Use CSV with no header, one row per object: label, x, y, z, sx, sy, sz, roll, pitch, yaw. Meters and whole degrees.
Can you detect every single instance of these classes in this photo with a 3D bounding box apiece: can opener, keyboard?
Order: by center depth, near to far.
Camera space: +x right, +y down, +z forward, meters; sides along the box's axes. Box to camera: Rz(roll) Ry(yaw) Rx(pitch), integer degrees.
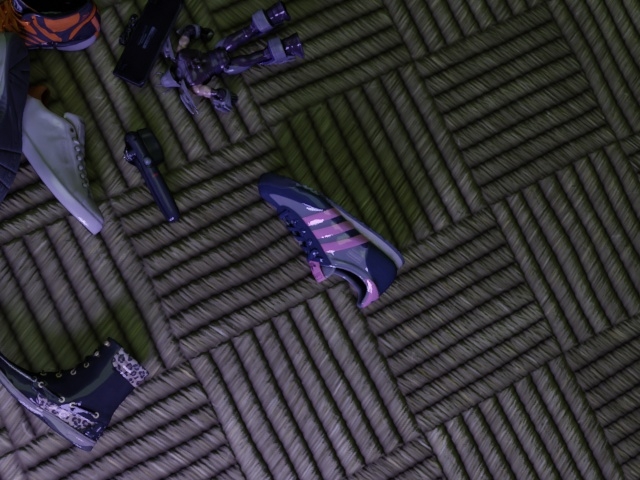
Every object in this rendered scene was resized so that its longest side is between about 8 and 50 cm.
can opener,-0.307,-0.119,1.483,0.073,0.059,0.186,-25,87,-14
keyboard,-0.328,-0.381,1.509,0.108,0.023,0.180,27,90,25

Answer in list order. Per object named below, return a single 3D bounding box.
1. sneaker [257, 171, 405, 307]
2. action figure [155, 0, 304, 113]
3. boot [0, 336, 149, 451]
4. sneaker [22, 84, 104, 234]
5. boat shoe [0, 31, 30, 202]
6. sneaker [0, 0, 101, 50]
sneaker,0.000,0.000,1.500,0.319,0.112,0.131,34,75,-4
action figure,-0.178,-0.342,1.522,0.285,0.099,0.185,-22,94,1
boot,-0.434,0.227,1.400,0.236,0.085,0.179,43,75,-9
sneaker,-0.450,-0.152,1.435,0.123,0.106,0.290,-34,89,-11
boat shoe,-0.563,-0.194,1.338,0.103,0.118,0.321,4,81,5
sneaker,-0.553,-0.400,1.411,0.321,0.180,0.125,-14,85,-12
